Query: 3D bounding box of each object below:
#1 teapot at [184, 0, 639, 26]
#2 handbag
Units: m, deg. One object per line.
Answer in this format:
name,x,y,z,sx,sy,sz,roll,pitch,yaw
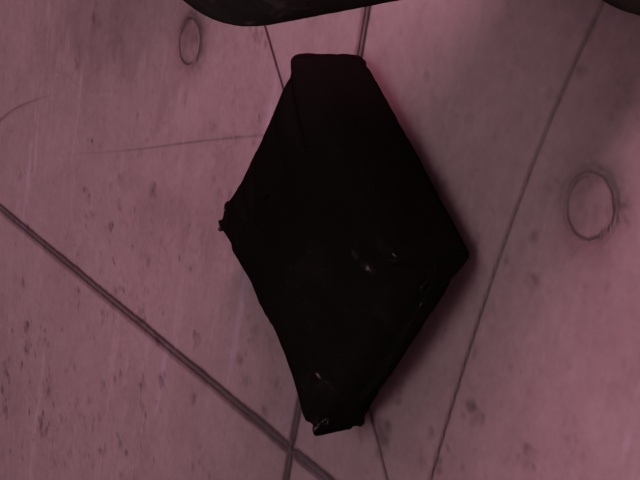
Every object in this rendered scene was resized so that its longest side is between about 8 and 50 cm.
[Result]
teapot,0.085,-0.240,0.806,0.300,0.344,0.253,-10,83,57
handbag,0.000,0.000,1.183,0.223,0.080,0.247,-60,42,39
